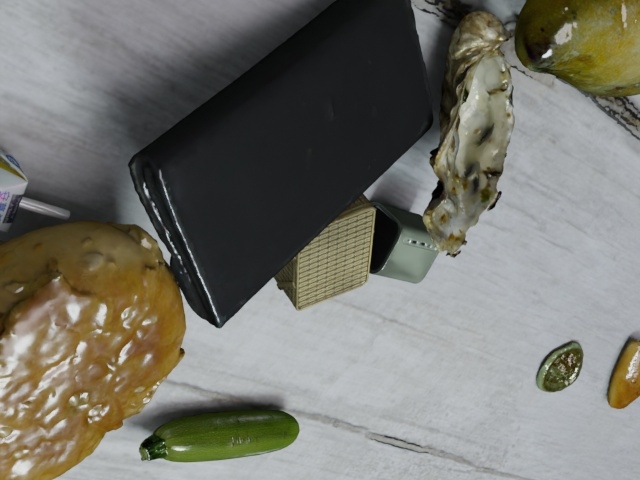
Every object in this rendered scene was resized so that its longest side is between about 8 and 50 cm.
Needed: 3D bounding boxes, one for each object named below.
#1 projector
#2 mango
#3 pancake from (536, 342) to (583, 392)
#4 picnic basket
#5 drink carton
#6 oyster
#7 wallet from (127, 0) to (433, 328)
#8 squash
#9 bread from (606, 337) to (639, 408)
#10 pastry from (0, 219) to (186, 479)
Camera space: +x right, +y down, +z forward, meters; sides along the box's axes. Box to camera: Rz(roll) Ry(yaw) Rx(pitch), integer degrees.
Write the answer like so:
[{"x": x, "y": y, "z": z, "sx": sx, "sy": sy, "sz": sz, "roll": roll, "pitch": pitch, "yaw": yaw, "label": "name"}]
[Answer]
[{"x": 0.100, "y": 0.004, "z": 1.433, "sx": 0.082, "sy": 0.083, "sz": 0.083, "roll": 13, "pitch": 111, "yaw": -40, "label": "projector"}, {"x": 0.367, "y": -0.280, "z": 1.366, "sx": 0.330, "sy": 0.176, "sz": 0.176, "roll": 6, "pitch": 84, "yaw": -39, "label": "mango"}, {"x": 0.417, "y": 0.224, "z": 1.858, "sx": 0.108, "sy": 0.017, "sz": 0.108, "roll": -17, "pitch": 124, "yaw": -27, "label": "pancake"}, {"x": 0.000, "y": 0.000, "z": 1.342, "sx": 0.115, "sy": 0.079, "sz": 0.164, "roll": -22, "pitch": 142, "yaw": -21, "label": "picnic basket"}, {"x": -0.353, "y": -0.054, "z": 1.077, "sx": 0.200, "sy": 0.074, "sz": 0.084, "roll": 9, "pitch": 114, "yaw": -40, "label": "drink carton"}, {"x": 0.175, "y": -0.129, "z": 1.352, "sx": 0.166, "sy": 0.094, "sz": 0.294, "roll": 26, "pitch": 81, "yaw": -60, "label": "oyster"}, {"x": -0.023, "y": -0.110, "z": 1.191, "sx": 0.406, "sy": 0.062, "sz": 0.228, "roll": -43, "pitch": 134, "yaw": -30, "label": "wallet"}, {"x": -0.139, "y": 0.265, "z": 1.456, "sx": 0.252, "sy": 0.066, "sz": 0.066, "roll": 2, "pitch": 118, "yaw": -36, "label": "squash"}, {"x": 0.586, "y": 0.228, "z": 1.958, "sx": 0.154, "sy": 0.054, "sz": 0.136, "roll": -35, "pitch": 131, "yaw": -14, "label": "bread"}, {"x": -0.301, "y": 0.105, "z": 1.147, "sx": 0.316, "sy": 0.184, "sz": 0.284, "roll": -45, "pitch": 143, "yaw": -12, "label": "pastry"}]
